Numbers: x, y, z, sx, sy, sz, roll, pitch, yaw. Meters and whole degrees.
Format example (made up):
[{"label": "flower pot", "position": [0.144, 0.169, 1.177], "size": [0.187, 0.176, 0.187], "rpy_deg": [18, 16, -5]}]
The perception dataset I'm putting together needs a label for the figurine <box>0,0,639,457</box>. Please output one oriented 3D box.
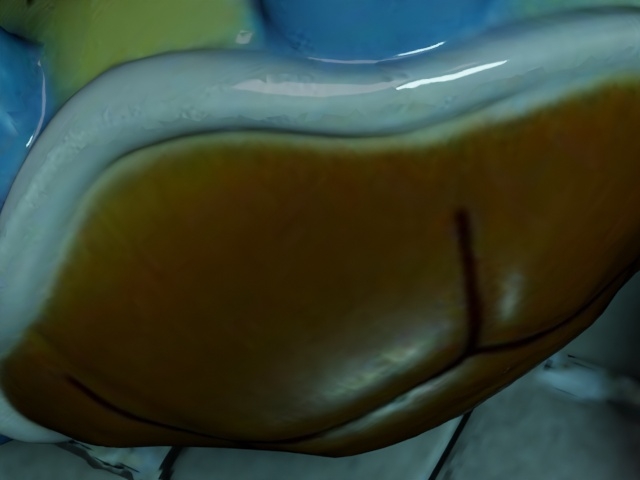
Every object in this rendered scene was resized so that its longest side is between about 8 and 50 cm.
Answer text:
[{"label": "figurine", "position": [0.006, -0.037, 0.425], "size": [0.416, 0.243, 0.298], "rpy_deg": [5, 17, 24]}]
